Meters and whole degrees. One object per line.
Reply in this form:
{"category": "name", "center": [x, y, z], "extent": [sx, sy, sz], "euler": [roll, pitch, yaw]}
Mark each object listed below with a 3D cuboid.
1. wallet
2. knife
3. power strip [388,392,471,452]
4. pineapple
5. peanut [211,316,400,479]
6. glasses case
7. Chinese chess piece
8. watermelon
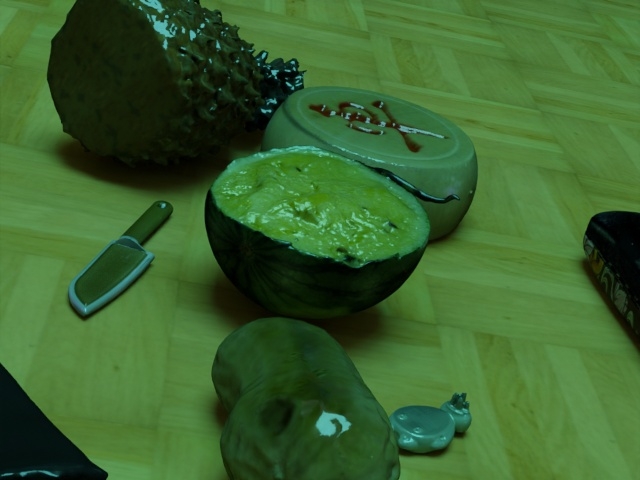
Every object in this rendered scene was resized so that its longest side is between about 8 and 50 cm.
{"category": "wallet", "center": [-0.252, 0.119, 0.847], "extent": [0.146, 0.030, 0.285], "euler": [3, 9, -30]}
{"category": "knife", "center": [-0.181, 0.010, 1.210], "extent": [0.046, 0.022, 0.256], "euler": [20, 25, 5]}
{"category": "power strip", "center": [0.090, 0.145, 1.042], "extent": [0.083, 0.035, 0.055], "euler": [-10, 33, -37]}
{"category": "pineapple", "center": [-0.140, -0.185, 1.471], "extent": [0.202, 0.202, 0.362], "euler": [26, 16, 25]}
{"category": "peanut", "center": [-0.021, 0.128, 0.939], "extent": [0.110, 0.120, 0.236], "euler": [41, 3, -32]}
{"category": "glasses case", "center": [0.369, 0.052, 1.323], "extent": [0.122, 0.082, 0.321], "euler": [9, 23, -12]}
{"category": "Chinese chess piece", "center": [0.056, -0.090, 1.454], "extent": [0.250, 0.097, 0.251], "euler": [12, 25, -5]}
{"category": "watermelon", "center": [-0.005, 0.002, 1.187], "extent": [0.204, 0.127, 0.232], "euler": [20, 27, 15]}
